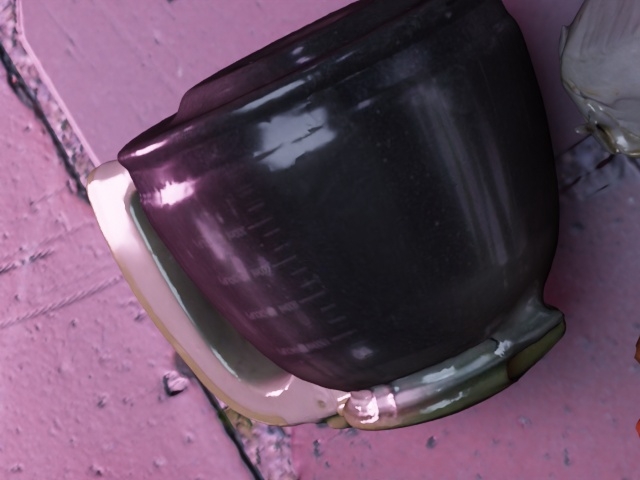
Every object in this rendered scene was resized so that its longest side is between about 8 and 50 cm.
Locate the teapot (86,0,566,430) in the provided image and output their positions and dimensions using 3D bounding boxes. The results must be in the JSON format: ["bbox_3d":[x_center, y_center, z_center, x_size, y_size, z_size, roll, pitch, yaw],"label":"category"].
[{"bbox_3d":[-0.002,0.004,1.082,0.322,0.239,0.239,-23,98,19],"label":"teapot"}]

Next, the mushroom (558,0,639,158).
[{"bbox_3d":[0.218,-0.176,1.037,0.099,0.096,0.278,29,102,19],"label":"mushroom"}]

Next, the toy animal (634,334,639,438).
[{"bbox_3d":[0.318,0.071,0.978,0.281,0.195,0.169,-31,121,28],"label":"toy animal"}]
